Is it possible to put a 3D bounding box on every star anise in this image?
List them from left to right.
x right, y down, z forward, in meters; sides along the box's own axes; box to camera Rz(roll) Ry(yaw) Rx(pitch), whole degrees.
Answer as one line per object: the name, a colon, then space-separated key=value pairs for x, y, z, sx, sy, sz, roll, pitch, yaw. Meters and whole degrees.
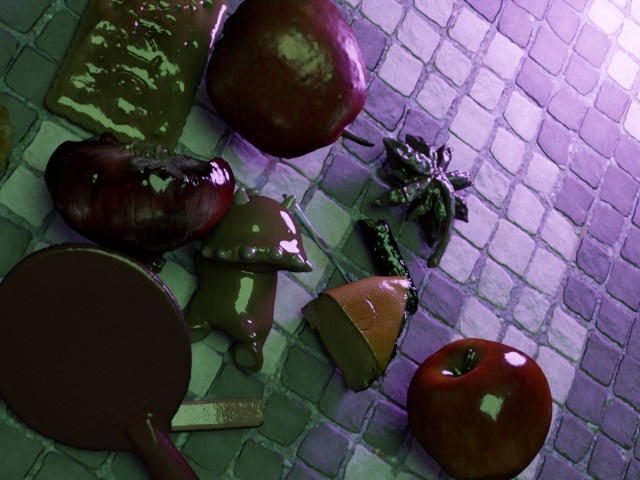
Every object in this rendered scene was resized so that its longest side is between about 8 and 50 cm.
star anise: x=0.185 y=-0.080 z=1.907 sx=0.209 sy=0.089 sz=0.231 roll=-26 pitch=84 yaw=-30

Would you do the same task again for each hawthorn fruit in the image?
hawthorn fruit: x=-0.026 y=-0.245 z=1.758 sx=0.300 sy=0.254 sz=0.254 roll=34 pitch=62 yaw=-18

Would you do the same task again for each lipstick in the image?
lipstick: x=-0.158 y=0.256 z=1.651 sx=0.145 sy=0.045 sz=0.045 roll=1 pitch=76 yaw=-27

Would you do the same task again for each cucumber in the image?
cucumber: x=0.116 y=0.040 z=1.859 sx=0.053 sy=0.053 sz=0.182 roll=-23 pitch=88 yaw=-31

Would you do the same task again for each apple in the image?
apple: x=0.250 y=0.275 z=1.771 sx=0.230 sy=0.230 sz=0.230 roll=8 pitch=72 yaw=-26

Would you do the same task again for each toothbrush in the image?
toothbrush: x=0.000 y=0.000 z=1.827 sx=0.013 sy=0.019 sz=0.193 roll=-41 pitch=94 yaw=-30

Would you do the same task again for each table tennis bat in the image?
table tennis bat: x=-0.286 y=0.193 z=1.543 sx=0.268 sy=0.051 sz=0.415 roll=-31 pitch=105 yaw=-1

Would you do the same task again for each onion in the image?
onion: x=-0.258 y=-0.049 z=1.590 sx=0.272 sy=0.272 sz=0.195 roll=2 pitch=101 yaw=-27

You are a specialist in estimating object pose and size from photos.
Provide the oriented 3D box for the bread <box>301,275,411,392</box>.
bread: x=0.079 y=0.145 z=1.760 sx=0.169 sy=0.140 sz=0.160 roll=-14 pitch=76 yaw=-31

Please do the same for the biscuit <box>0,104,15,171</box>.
biscuit: x=-0.500 y=-0.178 z=1.592 sx=0.183 sy=0.061 sz=0.118 roll=48 pitch=58 yaw=-7

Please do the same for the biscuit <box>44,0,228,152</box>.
biscuit: x=-0.278 y=-0.296 z=1.754 sx=0.217 sy=0.044 sz=0.325 roll=26 pitch=65 yaw=-18

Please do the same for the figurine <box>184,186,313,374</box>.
figurine: x=-0.105 y=0.044 z=1.668 sx=0.177 sy=0.173 sz=0.247 roll=28 pitch=64 yaw=-19
